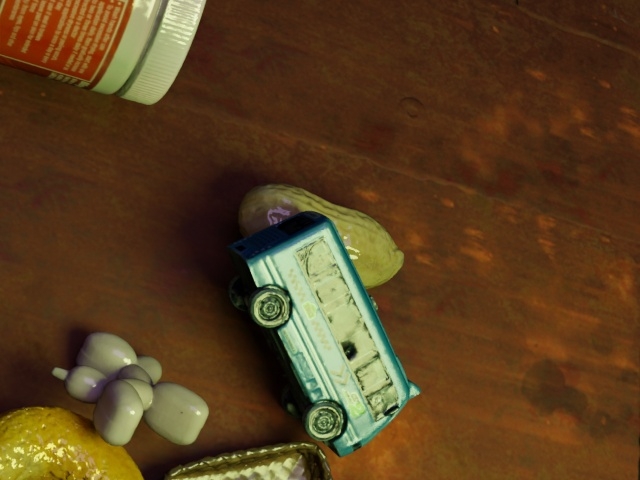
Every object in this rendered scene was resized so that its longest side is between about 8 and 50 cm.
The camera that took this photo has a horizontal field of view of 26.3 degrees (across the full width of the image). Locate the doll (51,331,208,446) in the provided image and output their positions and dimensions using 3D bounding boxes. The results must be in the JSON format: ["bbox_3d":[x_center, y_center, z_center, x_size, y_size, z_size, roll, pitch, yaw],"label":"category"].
[{"bbox_3d":[-0.196,0.149,1.389,0.160,0.059,0.161,35,16,34],"label":"doll"}]

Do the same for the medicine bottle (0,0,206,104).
[{"bbox_3d":[-0.259,-0.295,1.467,0.241,0.252,0.252,16,63,-19],"label":"medicine bottle"}]

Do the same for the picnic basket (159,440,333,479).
[{"bbox_3d":[-0.079,0.276,1.436,0.193,0.055,0.110,-6,73,-28],"label":"picnic basket"}]

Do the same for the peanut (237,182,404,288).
[{"bbox_3d":[0.000,0.000,1.562,0.214,0.098,0.090,19,36,-23],"label":"peanut"}]

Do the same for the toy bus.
[{"bbox_3d":[-0.001,0.098,1.463,0.134,0.113,0.246,-28,104,-11],"label":"toy bus"}]

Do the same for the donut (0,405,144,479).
[{"bbox_3d":[-0.273,0.274,1.308,0.253,0.118,0.253,20,48,-24],"label":"donut"}]
